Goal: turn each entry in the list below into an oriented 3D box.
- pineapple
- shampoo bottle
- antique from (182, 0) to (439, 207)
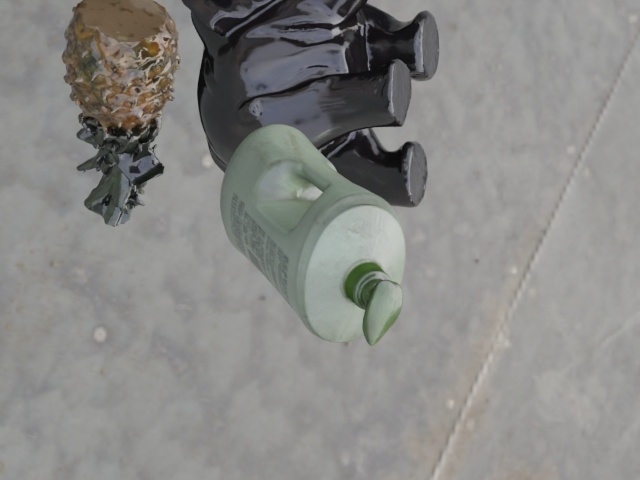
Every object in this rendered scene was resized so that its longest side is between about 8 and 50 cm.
[{"bbox_3d":[-0.253,-0.153,1.394,0.141,0.170,0.310,-18,142,-29],"label":"pineapple"},{"bbox_3d":[0.000,0.000,0.846,0.087,0.234,0.118,4,111,-27],"label":"shampoo bottle"},{"bbox_3d":[-0.016,-0.197,1.165,0.185,0.255,0.322,13,82,-65],"label":"antique"}]
